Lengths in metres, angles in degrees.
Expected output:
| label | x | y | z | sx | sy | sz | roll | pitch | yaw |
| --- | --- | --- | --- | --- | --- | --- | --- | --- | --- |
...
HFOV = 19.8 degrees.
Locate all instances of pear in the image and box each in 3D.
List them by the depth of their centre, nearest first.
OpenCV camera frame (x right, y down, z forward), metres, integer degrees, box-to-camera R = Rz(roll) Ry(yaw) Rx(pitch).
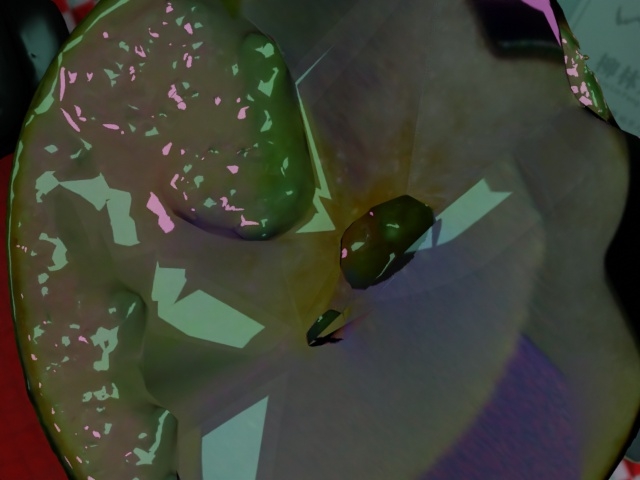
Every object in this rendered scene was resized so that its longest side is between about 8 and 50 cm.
| label | x | y | z | sx | sy | sz | roll | pitch | yaw |
| --- | --- | --- | --- | --- | --- | --- | --- | --- | --- |
| pear | -0.004 | 0.001 | 1.049 | 0.398 | 0.165 | 0.399 | -4 | 102 | -18 |

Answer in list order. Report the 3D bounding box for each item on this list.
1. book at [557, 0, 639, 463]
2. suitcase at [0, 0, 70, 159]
| label | x | y | z | sx | sy | sz | roll | pitch | yaw |
| --- | --- | --- | --- | --- | --- | --- | --- | --- | --- |
| book | 0.191 | -0.080 | 1.166 | 0.264 | 0.031 | 0.379 | 31 | 93 | -6 |
| suitcase | -0.335 | -0.172 | 1.067 | 0.339 | 0.188 | 0.345 | -19 | 98 | 5 |
